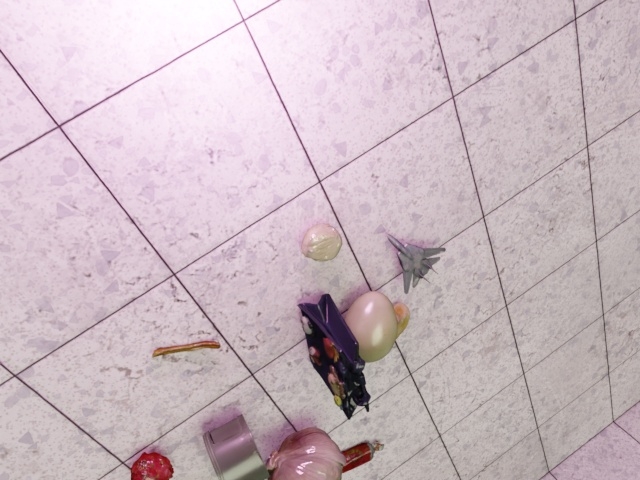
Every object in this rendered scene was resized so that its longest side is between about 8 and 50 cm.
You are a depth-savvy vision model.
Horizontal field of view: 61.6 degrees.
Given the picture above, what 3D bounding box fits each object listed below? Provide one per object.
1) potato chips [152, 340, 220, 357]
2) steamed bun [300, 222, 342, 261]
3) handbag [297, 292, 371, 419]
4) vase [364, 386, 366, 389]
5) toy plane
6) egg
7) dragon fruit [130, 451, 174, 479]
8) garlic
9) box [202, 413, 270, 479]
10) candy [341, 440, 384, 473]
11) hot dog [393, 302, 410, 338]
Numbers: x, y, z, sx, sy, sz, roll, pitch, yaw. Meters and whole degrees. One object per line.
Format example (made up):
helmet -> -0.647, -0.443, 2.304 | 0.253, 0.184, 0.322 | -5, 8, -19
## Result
potato chips -> -0.410, 0.331, 1.642 | 0.203, 0.037, 0.026 | -3, 107, -20
steamed bun -> 0.000, 0.000, 1.637 | 0.129, 0.091, 0.113 | -1, 121, -31
handbag -> 0.045, 0.369, 1.718 | 0.121, 0.329, 0.304 | -19, 123, -13
vase -> 0.104, 0.516, 1.974 | 0.120, 0.120, 0.183 | -14, 104, -21
toy plane -> 0.294, 0.047, 1.830 | 0.267, 0.088, 0.212 | 40, 93, -29
egg -> 0.169, 0.293, 1.827 | 0.188, 0.188, 0.254 | -1, 109, -27
dragon fruit -> -0.551, 0.759, 1.749 | 0.133, 0.136, 0.166 | -18, 158, 17
garlic -> -0.066, 0.826, 1.935 | 0.321, 0.322, 0.241 | -27, 98, -13
box -> -0.283, 0.720, 1.799 | 0.149, 0.226, 0.226 | -23, 125, -15
candy -> 0.141, 0.901, 2.226 | 0.292, 0.059, 0.086 | -17, 124, -18
hot dog -> 0.241, 0.335, 1.954 | 0.242, 0.084, 0.073 | -48, 131, 3
